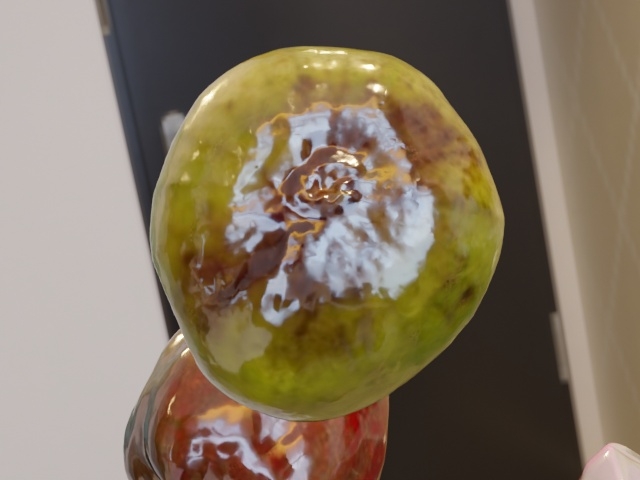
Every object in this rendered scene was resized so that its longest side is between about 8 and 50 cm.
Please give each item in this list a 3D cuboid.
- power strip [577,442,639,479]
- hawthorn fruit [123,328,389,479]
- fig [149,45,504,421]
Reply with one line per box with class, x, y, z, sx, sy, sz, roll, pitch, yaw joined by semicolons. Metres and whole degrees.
power strip;0.159;0.145;0.305;0.037;0.279;0.109;-51;20;25
hawthorn fruit;-0.032;0.133;1.066;0.208;0.208;0.248;0;46;47
fig;0.001;0.000;0.524;0.136;0.153;0.121;21;19;-2
